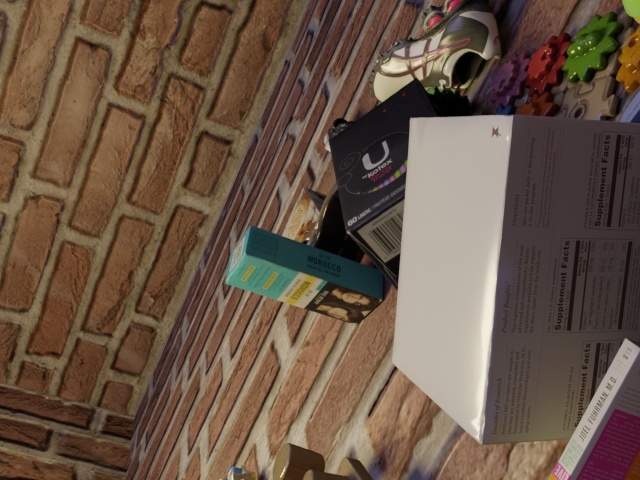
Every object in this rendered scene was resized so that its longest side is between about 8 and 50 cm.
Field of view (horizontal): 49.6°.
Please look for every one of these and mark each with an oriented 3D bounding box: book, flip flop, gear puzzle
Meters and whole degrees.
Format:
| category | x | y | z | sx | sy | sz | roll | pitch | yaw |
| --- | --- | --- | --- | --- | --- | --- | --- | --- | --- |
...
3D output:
| category | x | y | z | sx | sy | sz | roll | pitch | yaw |
| --- | --- | --- | --- | --- | --- | --- | --- | --- | --- |
| book | 0.234 | 0.152 | 0.512 | 0.144 | 0.096 | 0.035 | -66 | 17 | 12 |
| flip flop | 0.013 | -0.003 | 1.207 | 0.080 | 0.112 | 0.277 | -100 | 30 | -55 |
| gear puzzle | 0.283 | -0.180 | 0.816 | 0.339 | 0.044 | 0.176 | -5 | 66 | 71 |

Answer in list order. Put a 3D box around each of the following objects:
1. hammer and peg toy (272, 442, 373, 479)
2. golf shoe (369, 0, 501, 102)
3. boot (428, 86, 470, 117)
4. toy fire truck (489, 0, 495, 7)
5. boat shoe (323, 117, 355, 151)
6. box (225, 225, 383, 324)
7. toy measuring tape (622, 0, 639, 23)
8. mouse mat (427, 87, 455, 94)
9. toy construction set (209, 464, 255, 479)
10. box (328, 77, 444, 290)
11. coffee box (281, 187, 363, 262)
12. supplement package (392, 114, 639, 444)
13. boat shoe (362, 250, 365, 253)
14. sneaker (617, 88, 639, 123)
| category | x | y | z | sx | sy | sz | roll | pitch | yaw |
| --- | --- | --- | --- | --- | --- | --- | --- | --- | --- |
| hammer and peg toy | 0.017 | 0.414 | 0.839 | 0.361 | 0.127 | 0.266 | -152 | 81 | -73 |
| golf shoe | 0.176 | -0.281 | 1.118 | 0.273 | 0.105 | 0.120 | -38 | 71 | 54 |
| boot | 0.170 | -0.182 | 1.074 | 0.045 | 0.099 | 0.121 | -113 | 33 | -43 |
| toy fire truck | 0.253 | -0.384 | 1.129 | 0.135 | 0.047 | 0.192 | -105 | 37 | -59 |
| boat shoe | 0.058 | -0.226 | 1.514 | 0.228 | 0.080 | 0.076 | -103 | 34 | -73 |
| box | -0.025 | 0.062 | 1.148 | 0.100 | 0.244 | 0.060 | 128 | 155 | -48 |
| toy measuring tape | 0.315 | -0.264 | 0.631 | 0.121 | 0.121 | 0.330 | -60 | 9 | 31 |
| mouse mat | 0.184 | -0.204 | 1.210 | 0.190 | 0.007 | 0.153 | 126 | 157 | -44 |
| toy construction set | -0.142 | 0.504 | 1.218 | 0.328 | 0.151 | 0.215 | 123 | 162 | -67 |
| box | 0.123 | -0.078 | 0.936 | 0.165 | 0.143 | 0.270 | -34 | 29 | 15 |
| coffee box | 0.000 | 0.000 | 1.388 | 0.141 | 0.098 | 0.246 | -66 | 17 | 14 |
| supplement package | 0.174 | 0.020 | 0.639 | 0.204 | 0.145 | 0.262 | -148 | 61 | -72 |
| boat shoe | 0.123 | -0.019 | 1.103 | 0.072 | 0.068 | 0.190 | -63 | 14 | -18 |
| sneaker | 0.319 | -0.078 | 0.523 | 0.226 | 0.086 | 0.163 | -50 | 24 | 46 |
